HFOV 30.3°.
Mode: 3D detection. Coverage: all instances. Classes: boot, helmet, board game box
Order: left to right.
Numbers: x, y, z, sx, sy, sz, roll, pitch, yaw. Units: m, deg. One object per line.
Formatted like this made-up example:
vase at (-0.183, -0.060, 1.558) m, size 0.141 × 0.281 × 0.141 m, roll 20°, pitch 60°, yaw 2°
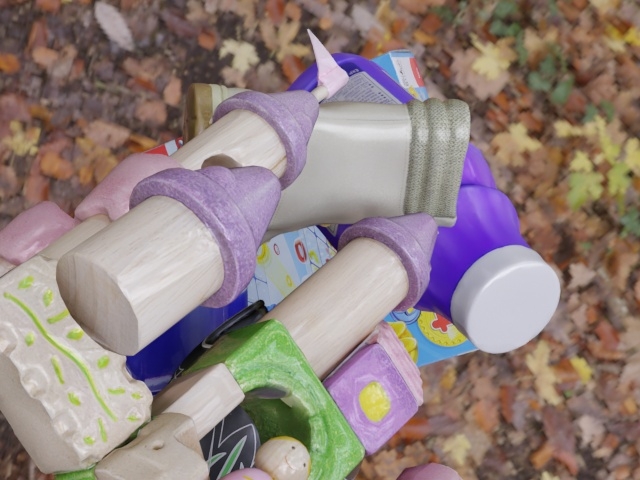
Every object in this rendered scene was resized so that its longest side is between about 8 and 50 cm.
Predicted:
helmet at (-0.042, 0.138, 0.864) m, size 0.169 × 0.169 × 0.161 m, roll 40°, pitch 33°, yaw 0°
boot at (-0.002, -0.027, 0.722) m, size 0.165 × 0.213 × 0.077 m, roll -1°, pitch 68°, yaw -7°
board game box at (0.000, 0.000, 1.224) m, size 0.308 × 0.302 × 0.086 m, roll 70°, pitch 22°, yaw -1°

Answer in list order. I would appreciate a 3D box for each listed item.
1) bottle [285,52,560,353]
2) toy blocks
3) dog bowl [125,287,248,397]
bottle at (0.058, -0.029, 0.811) m, size 0.092 × 0.118 × 0.283 m, roll 31°, pitch 12°, yaw -39°
toy blocks at (0.004, 0.065, 0.560) m, size 0.260 × 0.309 × 0.288 m, roll -39°, pitch 100°, yaw -38°
dog bowl at (-0.194, 0.068, 1.028) m, size 0.265 × 0.265 × 0.104 m, roll -4°, pitch 96°, yaw -24°
